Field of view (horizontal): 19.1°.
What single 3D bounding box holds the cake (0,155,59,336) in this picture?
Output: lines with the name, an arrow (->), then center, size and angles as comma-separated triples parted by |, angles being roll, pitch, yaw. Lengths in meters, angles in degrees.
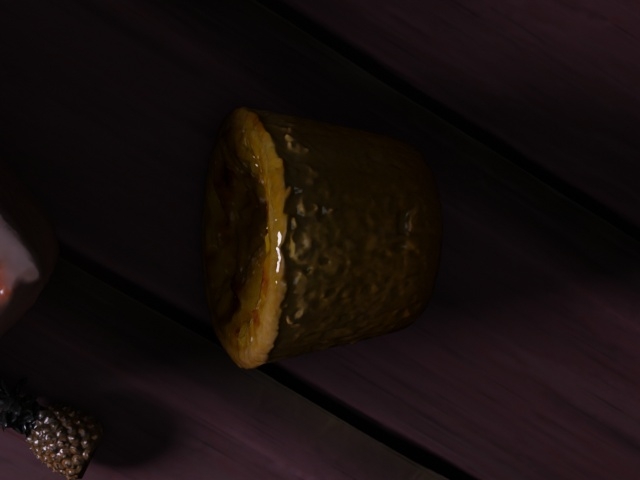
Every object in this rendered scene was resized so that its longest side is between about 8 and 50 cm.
cake -> -0.354, -0.016, 1.374 | 0.237, 0.230, 0.309 | -40, 101, 1

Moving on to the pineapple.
pineapple -> -0.233, 0.140, 1.495 | 0.124, 0.058, 0.058 | 28, 92, -5

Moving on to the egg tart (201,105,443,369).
egg tart -> 0.000, 0.000, 1.452 | 0.147, 0.202, 0.203 | 1, 96, -22
